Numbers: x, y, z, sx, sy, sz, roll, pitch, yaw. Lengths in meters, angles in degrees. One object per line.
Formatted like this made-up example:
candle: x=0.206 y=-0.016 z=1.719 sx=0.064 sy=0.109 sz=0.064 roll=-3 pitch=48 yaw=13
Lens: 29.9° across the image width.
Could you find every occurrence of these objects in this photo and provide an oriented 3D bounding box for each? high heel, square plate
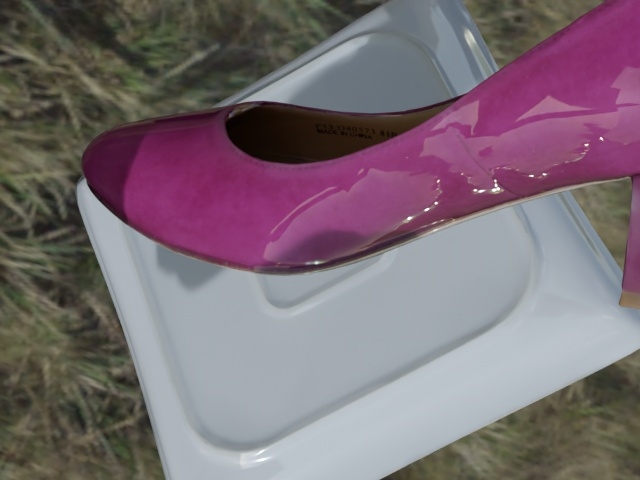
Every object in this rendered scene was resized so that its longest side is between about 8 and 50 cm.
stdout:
high heel: x=0.047 y=-0.077 z=0.567 sx=0.127 sy=0.377 sz=0.181 roll=-50 pitch=141 yaw=-59
square plate: x=0.000 y=0.000 z=0.852 sx=0.344 sy=0.347 sz=0.049 roll=-29 pitch=149 yaw=8
